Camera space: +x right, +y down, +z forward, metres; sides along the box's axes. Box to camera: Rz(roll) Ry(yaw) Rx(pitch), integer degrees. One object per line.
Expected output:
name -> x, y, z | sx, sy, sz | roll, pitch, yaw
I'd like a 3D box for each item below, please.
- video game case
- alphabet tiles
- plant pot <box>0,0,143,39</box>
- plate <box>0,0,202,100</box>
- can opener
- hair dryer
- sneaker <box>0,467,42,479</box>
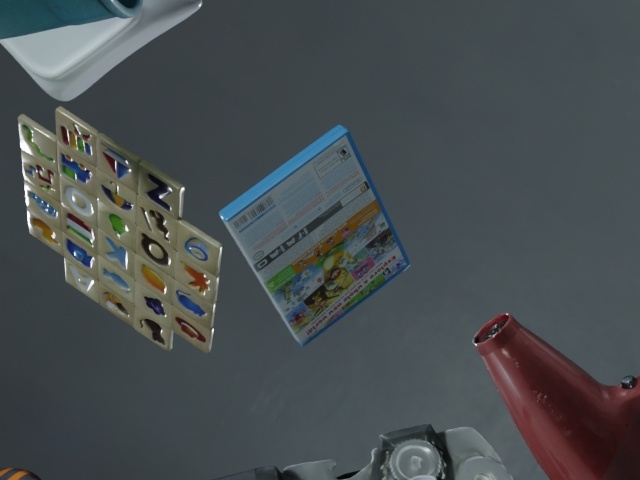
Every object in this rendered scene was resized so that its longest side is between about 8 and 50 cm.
video game case -> 0.000, 0.000, 0.980 | 0.015, 0.119, 0.166 | 44, 167, 45
alphabet tiles -> -0.237, -0.003, 1.428 | 0.285, 0.011, 0.343 | 32, 146, 13
plant pot -> -0.308, -0.273, 0.966 | 0.271, 0.255, 0.272 | -16, -90, -84
plate -> -0.313, -0.296, 1.351 | 0.277, 0.045, 0.278 | -24, 117, 40
can opener -> -0.032, 0.169, 0.644 | 0.095, 0.283, 0.076 | 81, 174, -55
hair dryer -> 0.256, 0.114, 0.940 | 0.293, 0.224, 0.080 | 10, -177, -7
sneaker -> -0.319, 0.252, 0.856 | 0.124, 0.321, 0.180 | 17, 137, 28
